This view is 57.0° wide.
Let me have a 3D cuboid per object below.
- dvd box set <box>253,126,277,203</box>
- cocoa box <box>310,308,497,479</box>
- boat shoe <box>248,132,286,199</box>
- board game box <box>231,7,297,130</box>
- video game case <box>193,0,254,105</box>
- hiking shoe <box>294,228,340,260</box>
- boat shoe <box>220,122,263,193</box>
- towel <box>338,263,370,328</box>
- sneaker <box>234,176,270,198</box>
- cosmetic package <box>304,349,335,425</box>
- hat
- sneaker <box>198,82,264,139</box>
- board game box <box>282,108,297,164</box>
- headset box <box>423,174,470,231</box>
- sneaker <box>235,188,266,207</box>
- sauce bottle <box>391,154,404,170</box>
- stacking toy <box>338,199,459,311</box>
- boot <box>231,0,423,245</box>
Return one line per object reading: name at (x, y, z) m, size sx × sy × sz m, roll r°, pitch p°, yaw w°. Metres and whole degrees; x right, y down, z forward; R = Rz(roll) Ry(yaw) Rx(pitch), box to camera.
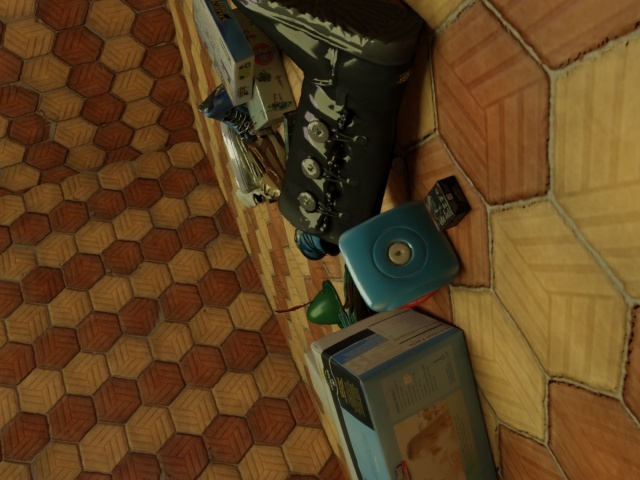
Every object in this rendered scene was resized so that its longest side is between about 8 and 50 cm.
dvd box set at (-0.252, -0.378, 2.190) m, size 0.308 × 0.062 × 0.420 m, roll 85°, pitch 161°, yaw -45°
cocoa box at (0.164, 0.342, 1.165) m, size 0.228 × 0.231 × 0.348 m, roll 17°, pitch 125°, yaw 65°
boat shoe at (-0.140, -0.186, 1.888) m, size 0.123 × 0.119 × 0.324 m, roll 109°, pitch 140°, yaw -69°
board game box at (-0.176, -0.482, 1.670) m, size 0.224 × 0.097 × 0.304 m, roll -168°, pitch 58°, yaw -73°
video game case at (-0.258, -0.528, 1.555) m, size 0.270 × 0.061 × 0.244 m, roll 64°, pitch 166°, yaw 7°
hiking shoe at (0.000, 0.000, 1.613) m, size 0.304 × 0.113 × 0.132 m, roll 99°, pitch 149°, yaw -63°
boat shoe at (-0.258, -0.309, 1.982) m, size 0.109 × 0.094 × 0.303 m, roll -7°, pitch -99°, yaw -82°
towel at (0.098, 0.221, 1.434) m, size 0.370 × 0.040 × 0.272 m, roll -77°, pitch -27°, yaw -75°
sneaker at (-0.202, -0.183, 2.051) m, size 0.212 × 0.080 × 0.094 m, roll 14°, pitch 155°, yaw 25°
cosmetic package at (0.114, 0.418, 1.583) m, size 0.365 × 0.196 × 0.155 m, roll -130°, pitch 24°, yaw -60°
hat at (-0.036, 0.246, 1.952) m, size 0.208 × 0.183 × 0.173 m, roll 106°, pitch 142°, yaw -68°
sneaker at (-0.245, -0.398, 1.825) m, size 0.147 × 0.129 × 0.330 m, roll 55°, pitch -155°, yaw 7°
board game box at (-0.021, -0.230, 1.343) m, size 0.186 × 0.126 × 0.026 m, roll 89°, pitch 157°, yaw -55°
headset box at (0.197, -0.055, 0.931) m, size 0.083 × 0.032 × 0.062 m, roll 107°, pitch 142°, yaw -69°
sneaker at (-0.288, -0.193, 2.509) m, size 0.129 × 0.110 × 0.297 m, roll 61°, pitch 166°, yaw 13°
sauce bottle at (0.113, -0.152, 1.103) m, size 0.128 × 0.042 × 0.042 m, roll -142°, pitch 35°, yaw -64°
stacking toy at (0.144, 0.068, 1.116) m, size 0.302 × 0.175 × 0.166 m, roll 74°, pitch 170°, yaw -71°
boot at (-0.025, -0.224, 1.035) m, size 0.367 × 0.146 × 0.445 m, roll 37°, pitch 147°, yaw 23°
